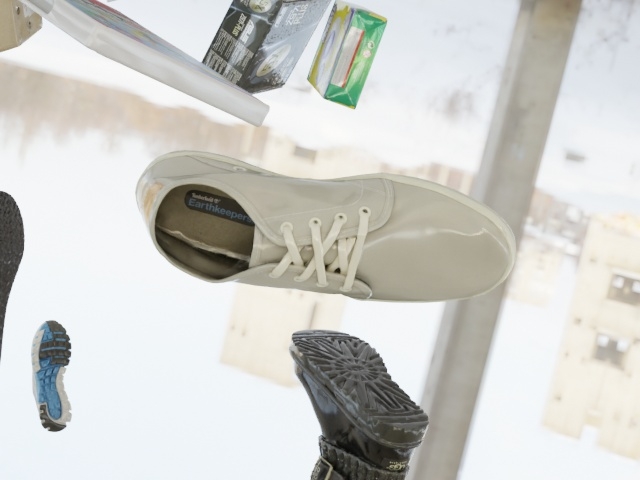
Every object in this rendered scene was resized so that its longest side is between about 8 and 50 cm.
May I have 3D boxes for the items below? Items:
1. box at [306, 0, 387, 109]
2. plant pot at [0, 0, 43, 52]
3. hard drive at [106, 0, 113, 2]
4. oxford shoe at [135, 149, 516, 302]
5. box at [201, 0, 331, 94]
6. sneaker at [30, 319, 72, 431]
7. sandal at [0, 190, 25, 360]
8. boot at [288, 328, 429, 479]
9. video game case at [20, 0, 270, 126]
[{"bbox_3d":[0.026,-0.213,1.448,0.043,0.105,0.179,19,-169,-10],"label":"box"},{"bbox_3d":[-0.358,-0.253,1.382,0.096,0.109,0.109,3,-153,11],"label":"plant pot"},{"bbox_3d":[-0.263,-0.554,1.941,0.233,0.353,0.047,-6,-165,27],"label":"hard drive"},{"bbox_3d":[0.000,0.000,1.487,0.449,0.169,0.130,11,-155,0],"label":"oxford shoe"},{"bbox_3d":[-0.081,-0.312,1.932,0.077,0.180,0.147,41,-151,16],"label":"box"},{"bbox_3d":[-0.470,0.228,2.217,0.071,0.191,0.083,-2,-172,-27],"label":"sneaker"},{"bbox_3d":[-0.295,0.042,1.101,0.040,0.179,0.067,-4,163,35],"label":"sandal"},{"bbox_3d":[0.024,0.309,1.952,0.131,0.260,0.348,4,-157,-25],"label":"boot"},{"bbox_3d":[-0.197,-0.197,1.196,0.204,0.025,0.285,22,-169,-46],"label":"video game case"}]
